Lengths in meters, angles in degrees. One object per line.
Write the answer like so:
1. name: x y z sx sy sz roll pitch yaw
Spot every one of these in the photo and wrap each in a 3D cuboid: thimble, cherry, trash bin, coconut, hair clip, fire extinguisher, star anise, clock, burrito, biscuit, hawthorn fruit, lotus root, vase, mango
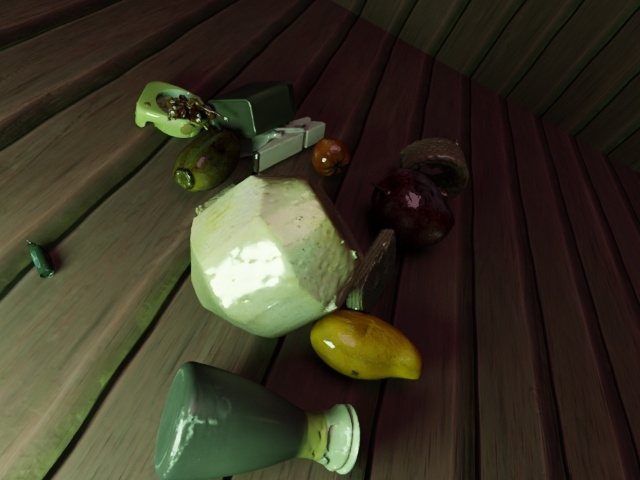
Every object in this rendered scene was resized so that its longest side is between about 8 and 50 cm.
1. thimble: 0.390 -0.246 1.463 0.229 0.196 0.148 -1 42 9
2. cherry: 0.272 -0.088 1.245 0.300 0.203 0.230 22 37 -22
3. trash bin: -0.203 -0.392 1.258 0.164 0.122 0.240 8 32 25
4. coconut: -0.100 0.037 0.860 0.352 0.352 0.352 15 46 -17
5. hair clip: -0.115 -0.312 1.308 0.101 0.085 0.331 29 44 27
6. fire extinguisher: -0.541 0.034 0.817 0.083 0.025 0.038 52 10 19
7. star anise: -0.330 -0.347 1.135 0.191 0.070 0.097 22 34 4
8. clock: -0.399 -0.362 1.216 0.232 0.069 0.170 17 45 -17
9. burrito: -0.252 -0.103 1.086 0.051 0.042 0.171 34 47 7
10. biscuit: 0.130 0.088 1.039 0.052 0.150 0.252 13 34 25
11. hawthorn fruit: 0.023 -0.264 1.329 0.140 0.125 0.125 26 43 11
12. lotus root: -0.292 -0.208 1.100 0.124 0.123 0.241 9 43 19
13. vase: -0.097 0.322 0.717 0.321 0.173 0.173 19 45 -22
14. mango: 0.099 0.237 0.931 0.262 0.109 0.157 25 31 -9
